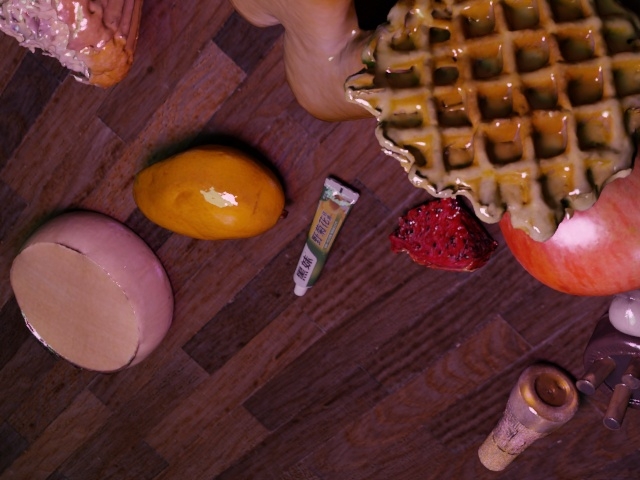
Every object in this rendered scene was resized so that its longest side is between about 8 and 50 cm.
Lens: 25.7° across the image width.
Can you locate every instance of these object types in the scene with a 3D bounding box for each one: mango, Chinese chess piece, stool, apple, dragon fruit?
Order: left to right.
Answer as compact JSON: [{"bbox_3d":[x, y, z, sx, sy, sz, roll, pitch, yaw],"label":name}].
[{"bbox_3d":[-0.336,0.078,2.061,0.249,0.103,0.250,18,130,22],"label":"Chinese chess piece"},{"bbox_3d":[-0.153,-0.064,1.828,0.227,0.109,0.147,5,150,30],"label":"mango"},{"bbox_3d":[0.151,0.003,1.730,0.131,0.063,0.097,-21,78,42],"label":"dragon fruit"},{"bbox_3d":[0.295,-0.035,1.493,0.209,0.209,0.164,-9,122,38],"label":"apple"},{"bbox_3d":[0.367,0.127,1.626,0.125,0.121,0.217,15,135,25],"label":"stool"}]

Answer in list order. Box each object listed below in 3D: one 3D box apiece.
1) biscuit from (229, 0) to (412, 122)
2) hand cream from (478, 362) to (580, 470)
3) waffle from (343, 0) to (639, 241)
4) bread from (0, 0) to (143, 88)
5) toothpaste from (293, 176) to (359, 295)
[{"bbox_3d":[-0.003,-0.231,1.550,0.237,0.062,0.290,53,164,-16],"label":"biscuit"},{"bbox_3d":[0.262,0.241,1.819,0.084,0.084,0.203,34,142,7],"label":"hand cream"},{"bbox_3d":[0.192,-0.161,1.397,0.297,0.317,0.073,34,164,10],"label":"waffle"},{"bbox_3d":[-0.324,-0.306,1.700,0.274,0.149,0.274,35,169,8],"label":"bread"},{"bbox_3d":[0.000,0.000,1.829,0.049,0.031,0.204,31,132,9],"label":"toothpaste"}]
